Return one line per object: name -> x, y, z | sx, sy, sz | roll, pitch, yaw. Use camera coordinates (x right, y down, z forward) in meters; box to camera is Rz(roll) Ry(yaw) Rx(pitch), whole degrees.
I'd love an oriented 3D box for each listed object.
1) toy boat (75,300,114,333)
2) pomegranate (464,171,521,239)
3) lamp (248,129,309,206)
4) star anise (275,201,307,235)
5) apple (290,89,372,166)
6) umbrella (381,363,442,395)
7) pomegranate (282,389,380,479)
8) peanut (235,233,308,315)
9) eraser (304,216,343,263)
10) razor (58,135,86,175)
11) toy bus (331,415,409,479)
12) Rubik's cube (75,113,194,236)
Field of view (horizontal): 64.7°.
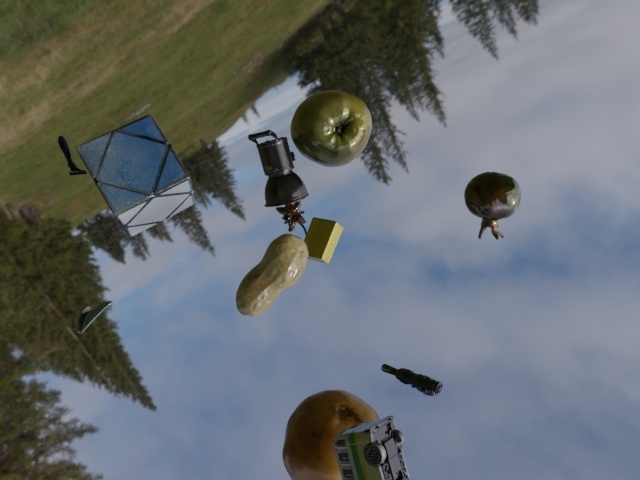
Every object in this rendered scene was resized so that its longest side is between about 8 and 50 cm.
toy boat -> -0.643, 0.209, 1.435 | 0.122, 0.034, 0.096 | -29, -140, 24
pomegranate -> 0.566, -0.114, 1.666 | 0.181, 0.225, 0.181 | -3, -165, 1
lamp -> -0.129, -0.235, 1.582 | 0.146, 0.228, 0.172 | -7, -165, 24
star anise -> -0.089, -0.072, 1.878 | 0.097, 0.191, 0.070 | -26, 167, -15
apple -> 0.036, -0.358, 1.629 | 0.262, 0.262, 0.262 | -28, -162, 10
umbrella -> 0.314, 0.493, 1.795 | 0.248, 0.071, 0.071 | 10, -139, 38
pomegranate -> 0.058, 0.775, 1.901 | 0.416, 0.417, 0.417 | -28, -162, 10
peanut -> -0.128, 0.097, 1.336 | 0.257, 0.123, 0.123 | -51, -161, -2
eraser -> 0.000, 0.000, 1.485 | 0.097, 0.045, 0.123 | 14, -104, 40
razor -> -0.692, -0.229, 1.388 | 0.044, 0.155, 0.028 | -14, 148, -40
toy bus -> 0.152, 0.664, 1.394 | 0.179, 0.306, 0.143 | -23, 168, 32
Rubik's cube -> -0.466, -0.163, 1.305 | 0.204, 0.205, 0.207 | -30, 171, -15
